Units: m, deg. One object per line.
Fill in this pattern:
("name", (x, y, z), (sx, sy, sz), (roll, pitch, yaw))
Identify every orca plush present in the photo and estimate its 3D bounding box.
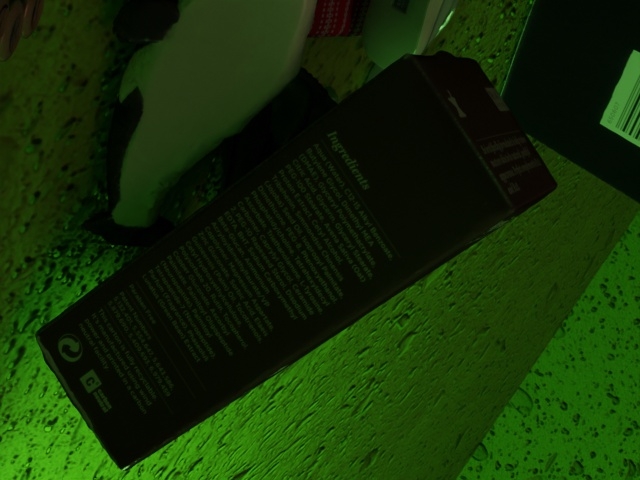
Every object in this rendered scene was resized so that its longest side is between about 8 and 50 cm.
("orca plush", (-0.083, -0.118, 0.846), (0.102, 0.151, 0.287), (-83, -170, -53))

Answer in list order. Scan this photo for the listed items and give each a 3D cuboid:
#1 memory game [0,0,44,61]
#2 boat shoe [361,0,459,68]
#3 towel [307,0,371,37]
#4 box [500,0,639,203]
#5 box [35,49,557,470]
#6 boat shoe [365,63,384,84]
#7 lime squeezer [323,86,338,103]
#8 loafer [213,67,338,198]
("memory game", (-0.153, -0.185, 0.605), (0.186, 0.012, 0.186), (-162, -90, -86))
("boat shoe", (0.101, -0.256, 0.990), (0.081, 0.079, 0.228), (-48, 167, -44))
("towel", (0.039, -0.265, 0.974), (0.274, 0.031, 0.199), (-18, 138, -56))
("box", (0.581, -0.245, 1.494), (0.471, 0.480, 0.297), (-35, 152, -39))
("box", (-0.016, 0.015, 0.886), (0.381, 0.143, 0.191), (-37, 174, 22))
("boat shoe", (0.064, -0.097, 1.203), (0.076, 0.080, 0.229), (-15, 127, -55))
("lime squeezer", (0.000, 0.000, 1.160), (0.058, 0.110, 0.310), (-27, 145, -34))
("loafer", (-0.040, -0.037, 1.040), (0.109, 0.095, 0.303), (-40, 153, -33))
